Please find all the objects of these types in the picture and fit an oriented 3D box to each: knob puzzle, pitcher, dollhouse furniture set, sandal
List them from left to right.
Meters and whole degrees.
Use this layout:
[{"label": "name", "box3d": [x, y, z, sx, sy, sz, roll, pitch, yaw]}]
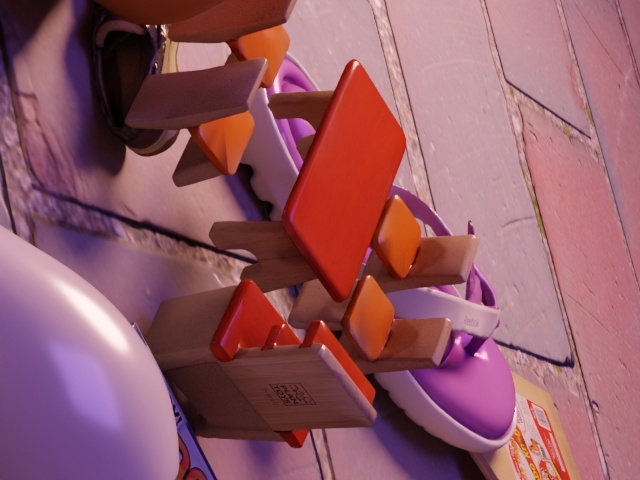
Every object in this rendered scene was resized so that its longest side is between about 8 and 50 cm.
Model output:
[{"label": "pitcher", "box3d": [-0.172, 0.064, 0.856, 0.207, 0.125, 0.178, 54, 46, -11]}, {"label": "dollhouse furniture set", "box3d": [0.000, 0.000, 1.175, 0.262, 0.135, 0.259, 54, 43, -36]}, {"label": "sandal", "box3d": [0.068, 0.016, 1.432, 0.416, 0.102, 0.169, 50, 30, -34]}, {"label": "knob puzzle", "box3d": [0.161, 0.180, 1.611, 0.213, 0.030, 0.213, 42, 27, -27]}]

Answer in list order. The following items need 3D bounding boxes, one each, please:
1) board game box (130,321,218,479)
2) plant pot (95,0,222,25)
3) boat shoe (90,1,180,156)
[{"label": "board game box", "box3d": [-0.094, 0.164, 1.036, 0.201, 0.035, 0.136, 64, 23, -16]}, {"label": "plant pot", "box3d": [-0.119, -0.298, 1.081, 0.203, 0.291, 0.291, 27, 45, -36]}, {"label": "boat shoe", "box3d": [-0.120, -0.131, 1.191, 0.049, 0.056, 0.152, 32, 44, -64]}]
